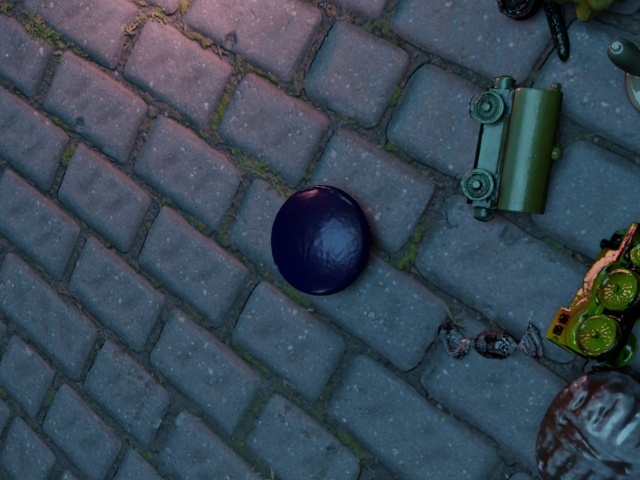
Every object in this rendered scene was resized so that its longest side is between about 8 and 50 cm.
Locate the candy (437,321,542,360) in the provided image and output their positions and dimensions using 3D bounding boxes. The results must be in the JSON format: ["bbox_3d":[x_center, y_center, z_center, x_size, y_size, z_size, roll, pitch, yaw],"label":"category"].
[{"bbox_3d":[0.363,0.218,1.471,0.226,0.051,0.094,1,87,28],"label":"candy"}]

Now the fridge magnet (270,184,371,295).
[{"bbox_3d":[0.000,0.000,1.629,0.265,0.113,0.265,0,90,27],"label":"fridge magnet"}]

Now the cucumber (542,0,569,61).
[{"bbox_3d":[0.492,-0.434,1.412,0.032,0.032,0.133,-16,82,27],"label":"cucumber"}]

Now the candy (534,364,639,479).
[{"bbox_3d":[0.540,0.379,1.317,0.214,0.157,0.289,31,104,28],"label":"candy"}]

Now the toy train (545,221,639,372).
[{"bbox_3d":[0.561,0.103,1.307,0.296,0.100,0.160,-61,30,-3],"label":"toy train"}]

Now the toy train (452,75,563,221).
[{"bbox_3d":[0.391,-0.184,1.402,0.189,0.126,0.307,12,97,36],"label":"toy train"}]

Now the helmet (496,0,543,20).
[{"bbox_3d":[0.421,-0.518,1.429,0.098,0.070,0.123,-14,77,37],"label":"helmet"}]

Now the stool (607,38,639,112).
[{"bbox_3d":[0.654,-0.316,1.234,0.195,0.199,0.195,-36,76,22],"label":"stool"}]

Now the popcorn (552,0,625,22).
[{"bbox_3d":[0.534,-0.563,1.289,0.286,0.215,0.252,-36,106,20],"label":"popcorn"}]

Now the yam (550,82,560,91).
[{"bbox_3d":[0.484,-0.272,1.423,0.021,0.021,0.116,9,93,28],"label":"yam"}]
